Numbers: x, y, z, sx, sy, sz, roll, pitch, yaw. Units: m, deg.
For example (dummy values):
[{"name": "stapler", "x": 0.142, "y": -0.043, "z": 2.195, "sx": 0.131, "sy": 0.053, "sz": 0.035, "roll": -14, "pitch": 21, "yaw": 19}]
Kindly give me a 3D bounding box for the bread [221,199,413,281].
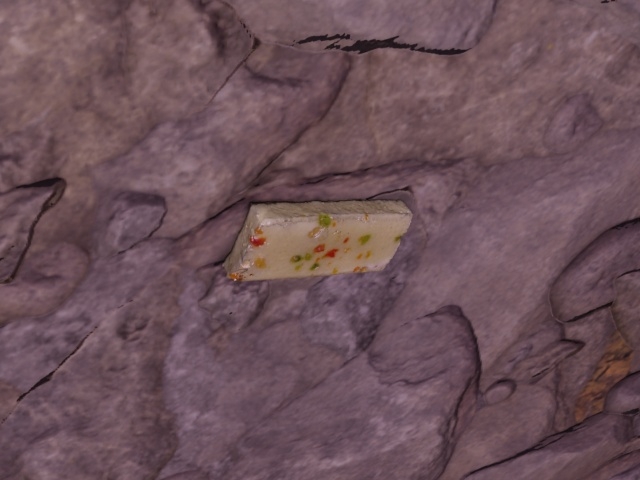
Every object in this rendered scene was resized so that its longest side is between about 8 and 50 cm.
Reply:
[{"name": "bread", "x": 0.000, "y": 0.000, "z": 1.283, "sx": 0.153, "sy": 0.028, "sz": 0.068, "roll": -2, "pitch": 132, "yaw": -36}]
